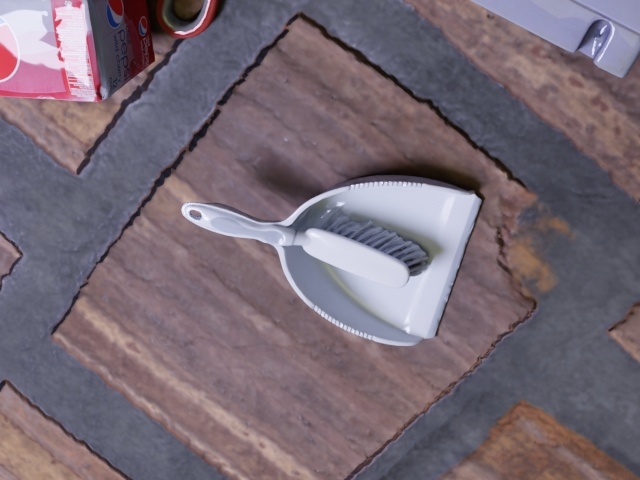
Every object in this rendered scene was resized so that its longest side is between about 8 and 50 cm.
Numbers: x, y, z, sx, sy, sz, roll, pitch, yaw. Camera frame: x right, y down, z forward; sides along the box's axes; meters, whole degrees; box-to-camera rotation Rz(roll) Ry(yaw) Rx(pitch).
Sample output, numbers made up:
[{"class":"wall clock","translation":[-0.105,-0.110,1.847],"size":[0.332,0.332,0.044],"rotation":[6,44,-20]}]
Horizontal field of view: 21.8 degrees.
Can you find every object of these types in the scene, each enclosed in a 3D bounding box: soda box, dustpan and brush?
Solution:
[{"class":"soda box","translation":[-0.261,-0.162,1.234],"size":[0.263,0.092,0.083],"rotation":[6,119,20]},{"class":"dustpan and brush","translation":[0.000,0.000,1.267],"size":[0.211,0.060,0.147],"rotation":[20,121,6]}]

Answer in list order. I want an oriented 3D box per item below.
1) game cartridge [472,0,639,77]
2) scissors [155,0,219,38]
[{"class":"game cartridge","translation":[0.100,-0.285,1.090],"size":[0.355,0.068,0.230],"rotation":[28,117,2]},{"class":"scissors","translation":[-0.111,-0.287,1.178],"size":[0.109,0.021,0.297],"rotation":[15,119,12]}]
